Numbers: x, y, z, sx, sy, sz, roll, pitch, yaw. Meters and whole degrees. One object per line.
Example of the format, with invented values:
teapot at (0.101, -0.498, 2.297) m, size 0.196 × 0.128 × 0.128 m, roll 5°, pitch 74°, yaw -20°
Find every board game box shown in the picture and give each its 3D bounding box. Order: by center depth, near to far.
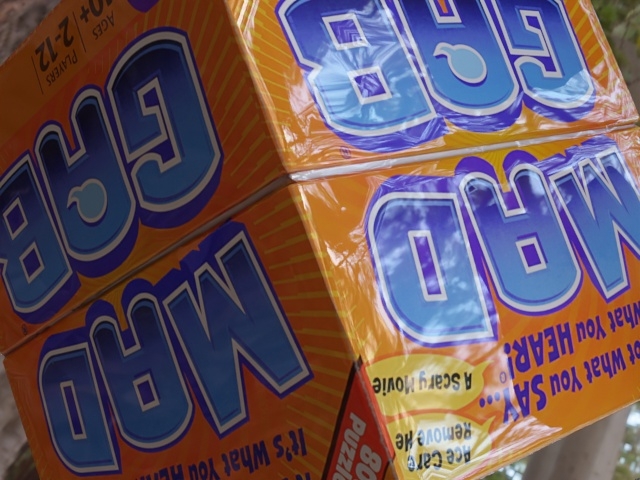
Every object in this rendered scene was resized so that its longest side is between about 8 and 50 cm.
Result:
board game box at (0.000, 0.000, 0.808) m, size 0.356 × 0.356 × 0.356 m, roll -29°, pitch -102°, yaw 45°

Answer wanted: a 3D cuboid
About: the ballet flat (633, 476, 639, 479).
ballet flat at (0.541, 0.308, 1.385) m, size 0.164 × 0.483 × 0.182 m, roll 34°, pitch -46°, yaw 45°
